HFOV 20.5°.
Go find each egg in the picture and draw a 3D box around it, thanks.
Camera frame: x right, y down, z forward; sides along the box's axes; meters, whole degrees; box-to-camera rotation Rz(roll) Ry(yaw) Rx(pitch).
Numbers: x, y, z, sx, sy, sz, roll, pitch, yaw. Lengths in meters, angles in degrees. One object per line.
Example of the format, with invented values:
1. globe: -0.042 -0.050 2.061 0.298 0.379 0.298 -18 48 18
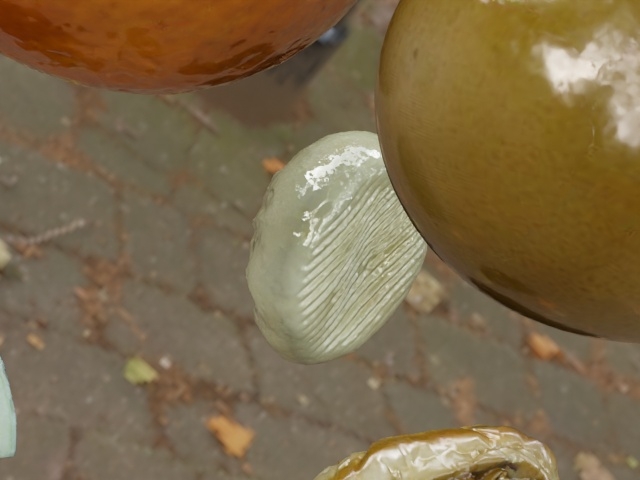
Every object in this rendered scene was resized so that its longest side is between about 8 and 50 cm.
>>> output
1. egg: 0.182 -0.065 0.999 0.322 0.250 0.250 21 34 -31

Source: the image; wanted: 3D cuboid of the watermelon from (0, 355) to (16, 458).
1. watermelon: -0.377 0.086 1.268 0.318 0.148 0.226 5 17 7

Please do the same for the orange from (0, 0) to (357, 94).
1. orange: -0.124 -0.298 1.102 0.424 0.326 0.424 -3 94 -58

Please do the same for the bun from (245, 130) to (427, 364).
1. bun: 0.000 0.000 1.602 0.127 0.222 0.222 33 19 35

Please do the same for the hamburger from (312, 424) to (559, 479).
1. hamburger: 0.086 0.300 1.600 0.304 0.284 0.174 -6 55 -30
